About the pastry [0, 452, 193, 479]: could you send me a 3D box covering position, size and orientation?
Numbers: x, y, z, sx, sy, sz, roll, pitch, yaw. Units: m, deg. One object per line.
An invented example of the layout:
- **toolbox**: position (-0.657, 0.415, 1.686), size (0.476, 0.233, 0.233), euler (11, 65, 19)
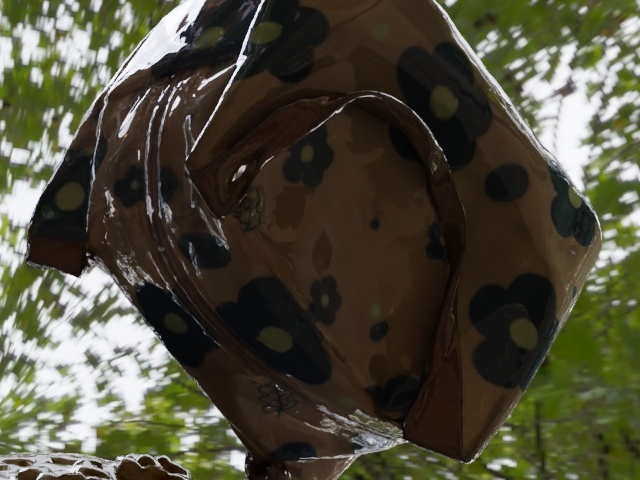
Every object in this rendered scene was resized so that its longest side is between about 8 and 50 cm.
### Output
- **pastry**: position (-0.101, 0.219, 0.748), size (0.184, 0.315, 0.284), euler (-38, -93, 23)

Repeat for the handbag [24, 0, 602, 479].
- **handbag**: position (0.000, 0.000, 0.823), size (0.251, 0.190, 0.193), euler (49, -134, -17)
